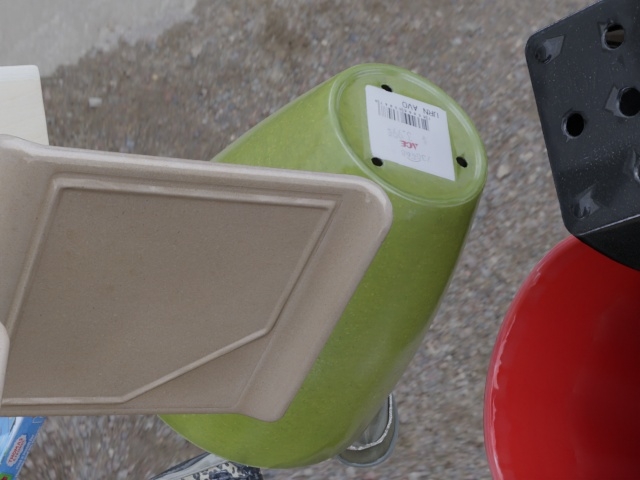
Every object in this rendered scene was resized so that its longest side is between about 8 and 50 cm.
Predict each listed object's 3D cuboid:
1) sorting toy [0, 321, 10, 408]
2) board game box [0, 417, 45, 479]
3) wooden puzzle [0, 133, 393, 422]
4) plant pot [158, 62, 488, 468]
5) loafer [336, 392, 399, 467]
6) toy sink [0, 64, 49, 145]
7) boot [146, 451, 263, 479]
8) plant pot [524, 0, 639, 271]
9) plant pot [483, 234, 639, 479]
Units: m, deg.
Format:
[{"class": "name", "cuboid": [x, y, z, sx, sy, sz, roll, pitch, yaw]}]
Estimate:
[{"class": "sorting toy", "cuboid": [-0.179, 0.053, 0.398, 0.038, 0.208, 0.193, -11, 52, 10]}, {"class": "board game box", "cuboid": [-0.327, 0.131, 1.137, 0.160, 0.039, 0.211, 25, 88, 30]}, {"class": "wooden puzzle", "cuboid": [-0.102, 0.031, 0.713, 0.239, 0.221, 0.044, 7, 41, -25]}, {"class": "plant pot", "cuboid": [0.000, 0.000, 0.958, 0.275, 0.293, 0.275, 17, 48, -20]}, {"class": "loafer", "cuboid": [0.038, 0.154, 1.415, 0.094, 0.087, 0.251, -12, 54, 7]}, {"class": "toy sink", "cuboid": [-0.368, -0.082, 1.158, 0.153, 0.234, 0.131, -7, 88, -26]}, {"class": "boot", "cuboid": [-0.166, 0.390, 1.570, 0.236, 0.085, 0.178, -26, 81, 3]}, {"class": "plant pot", "cuboid": [0.232, -0.079, 0.703, 0.167, 0.188, 0.187, -2, 77, -41]}, {"class": "plant pot", "cuboid": [0.313, 0.143, 0.987, 0.243, 0.275, 0.275, 17, 72, -23]}]
